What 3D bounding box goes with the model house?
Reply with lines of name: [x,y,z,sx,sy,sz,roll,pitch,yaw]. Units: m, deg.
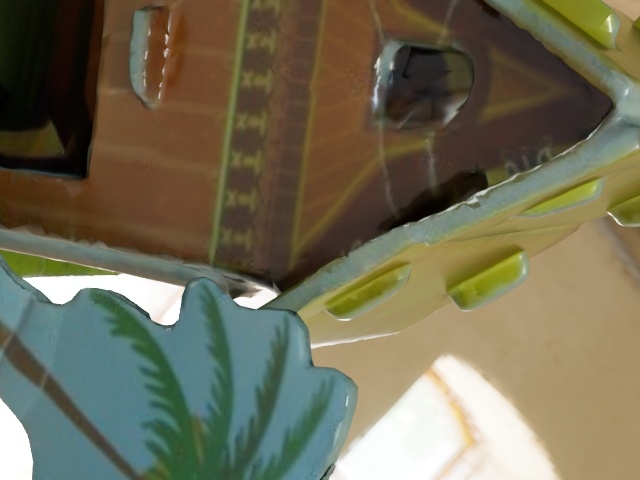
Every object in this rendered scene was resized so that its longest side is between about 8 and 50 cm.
model house: [0.000,0.000,0.657,0.323,0.340,0.300,9,4,30]
